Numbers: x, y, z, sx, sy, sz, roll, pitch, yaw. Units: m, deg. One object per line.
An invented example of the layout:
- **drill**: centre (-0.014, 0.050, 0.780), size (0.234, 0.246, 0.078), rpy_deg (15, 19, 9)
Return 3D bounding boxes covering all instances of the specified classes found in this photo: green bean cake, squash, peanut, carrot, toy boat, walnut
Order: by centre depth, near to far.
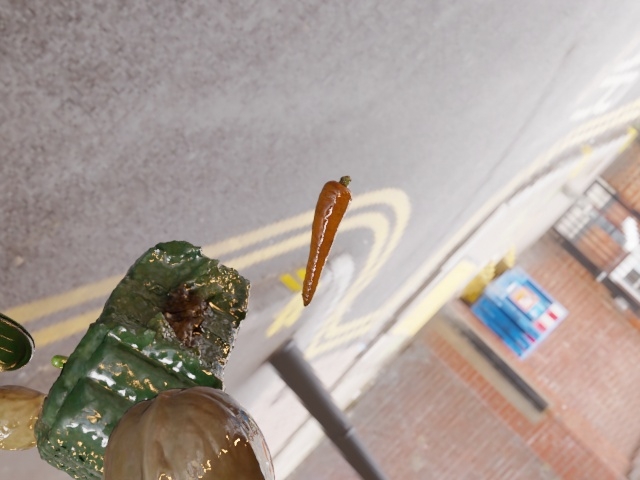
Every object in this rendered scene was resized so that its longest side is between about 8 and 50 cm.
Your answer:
- **walnut**: centre (-0.107, 0.200, 0.860), size (0.140, 0.162, 0.140), rpy_deg (-15, -162, 5)
- **green bean cake**: centre (-0.206, 0.145, 1.247), size (0.308, 0.169, 0.300), rpy_deg (-62, -171, -23)
- **toy boat**: centre (-0.532, 0.141, 1.598), size (0.210, 0.052, 0.104), rpy_deg (34, 100, -32)
- **squash**: centre (-0.421, 0.213, 1.795), size (0.089, 0.027, 0.027), rpy_deg (15, 125, -38)
- **carrot**: centre (0.000, 0.000, 1.901), size (0.061, 0.061, 0.257), rpy_deg (-9, 120, -70)
- **peanut**: centre (-0.599, 0.347, 2.052), size (0.140, 0.159, 0.109), rpy_deg (-115, -144, -69)
